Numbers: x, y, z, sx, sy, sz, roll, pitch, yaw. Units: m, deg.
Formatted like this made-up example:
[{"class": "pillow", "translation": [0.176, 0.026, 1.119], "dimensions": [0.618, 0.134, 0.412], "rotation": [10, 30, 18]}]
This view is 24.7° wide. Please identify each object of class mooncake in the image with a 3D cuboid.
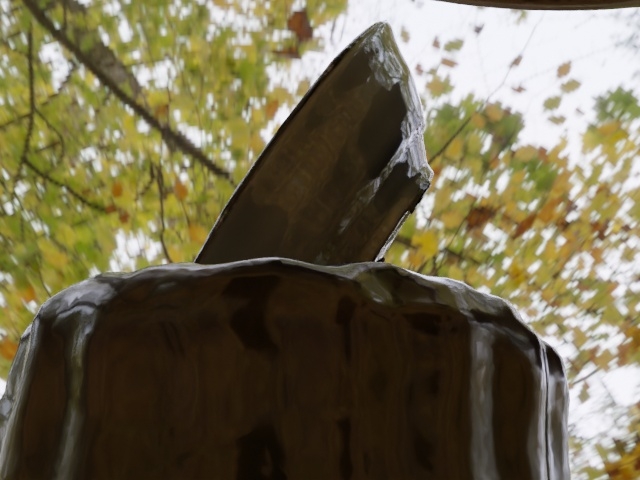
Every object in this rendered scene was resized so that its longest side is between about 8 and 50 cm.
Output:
[{"class": "mooncake", "translation": [-0.019, 0.108, 0.728], "dimensions": [0.290, 0.290, 0.161], "rotation": [4, -103, -2]}]

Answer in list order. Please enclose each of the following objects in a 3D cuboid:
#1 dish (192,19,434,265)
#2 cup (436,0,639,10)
[{"class": "dish", "translation": [0.000, 0.000, 1.048], "dimensions": [0.106, 0.316, 0.316], "rotation": [31, -104, 3]}, {"class": "cup", "translation": [0.085, -0.220, 0.349], "dimensions": [0.208, 0.288, 0.273], "rotation": [21, -112, -38]}]
